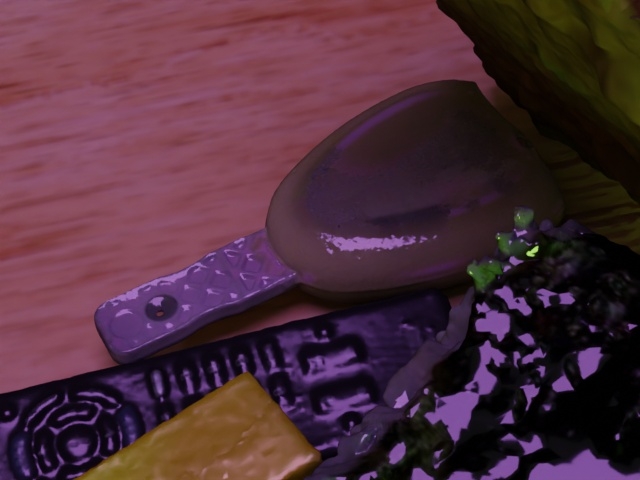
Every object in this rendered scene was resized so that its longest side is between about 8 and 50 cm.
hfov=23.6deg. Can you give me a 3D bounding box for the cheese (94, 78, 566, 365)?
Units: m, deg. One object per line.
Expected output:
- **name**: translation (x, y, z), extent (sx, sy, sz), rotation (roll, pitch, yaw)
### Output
- **cheese**: translation (0.000, 0.000, 0.619), extent (0.192, 0.037, 0.097), rotation (-26, 52, -14)

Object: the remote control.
- **remote control**: translation (-0.062, 0.073, 0.575), extent (0.245, 0.025, 0.063), rotation (-13, 52, -5)

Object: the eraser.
- **eraser**: translation (-0.056, 0.111, 0.497), extent (0.122, 0.097, 0.045), rotation (-30, 57, -17)

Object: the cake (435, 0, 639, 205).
- **cake**: translation (0.186, -0.140, 0.521), extent (0.290, 0.256, 0.282), rotation (-45, 57, 0)

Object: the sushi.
- **sushi**: translation (0.055, 0.106, 0.467), extent (0.126, 0.136, 0.225), rotation (26, 65, 21)
